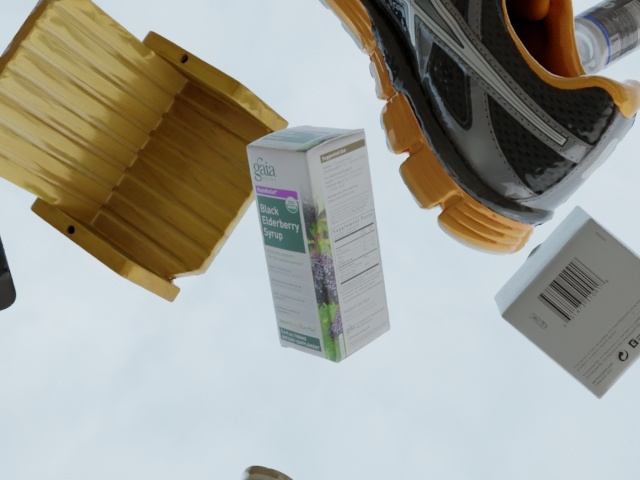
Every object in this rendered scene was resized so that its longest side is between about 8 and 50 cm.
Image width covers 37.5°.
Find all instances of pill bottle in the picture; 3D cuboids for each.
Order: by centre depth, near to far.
[{"bbox_3d":[0.371,-0.268,1.194,0.137,0.078,0.078,-31,-122,-26],"label":"pill bottle"}]

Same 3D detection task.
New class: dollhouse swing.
[{"bbox_3d":[-0.292,-0.148,1.419,0.315,0.305,0.346,33,-93,23],"label":"dollhouse swing"}]

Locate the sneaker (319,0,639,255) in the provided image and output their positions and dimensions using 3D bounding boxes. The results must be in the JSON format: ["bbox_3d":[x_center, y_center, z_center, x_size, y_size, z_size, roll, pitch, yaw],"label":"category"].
[{"bbox_3d":[0.052,-0.103,0.377,0.083,0.084,0.214,-40,-113,37],"label":"sneaker"}]

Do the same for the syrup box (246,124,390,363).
[{"bbox_3d":[0.000,0.000,1.015,0.093,0.236,0.096,11,-152,43],"label":"syrup box"}]

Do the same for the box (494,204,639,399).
[{"bbox_3d":[0.364,0.081,1.286,0.182,0.119,0.181,40,-78,-3],"label":"box"}]

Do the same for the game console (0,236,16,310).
[{"bbox_3d":[-0.301,0.010,0.734,0.124,0.143,0.085,-21,-160,-31],"label":"game console"}]

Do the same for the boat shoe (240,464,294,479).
[{"bbox_3d":[-0.086,0.402,1.211,0.103,0.285,0.092,20,-137,10],"label":"boat shoe"}]
